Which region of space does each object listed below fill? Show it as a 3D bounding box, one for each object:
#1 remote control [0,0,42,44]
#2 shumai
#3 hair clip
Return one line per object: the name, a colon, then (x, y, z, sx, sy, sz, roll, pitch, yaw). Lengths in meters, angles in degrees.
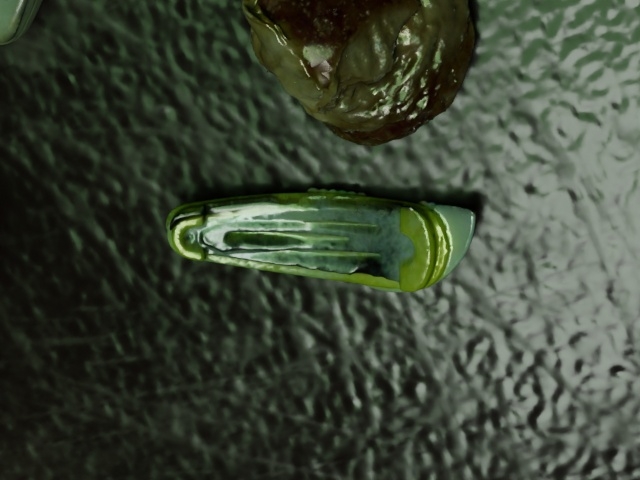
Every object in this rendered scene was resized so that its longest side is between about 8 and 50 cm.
remote control: (-0.270, -0.202, 1.159, 0.233, 0.038, 0.098, 23, 109, 8)
shumai: (0.023, -0.116, 1.085, 0.123, 0.105, 0.139, -9, 128, 13)
hair clip: (0.000, 0.000, 1.147, 0.188, 0.033, 0.060, 4, 108, 10)
